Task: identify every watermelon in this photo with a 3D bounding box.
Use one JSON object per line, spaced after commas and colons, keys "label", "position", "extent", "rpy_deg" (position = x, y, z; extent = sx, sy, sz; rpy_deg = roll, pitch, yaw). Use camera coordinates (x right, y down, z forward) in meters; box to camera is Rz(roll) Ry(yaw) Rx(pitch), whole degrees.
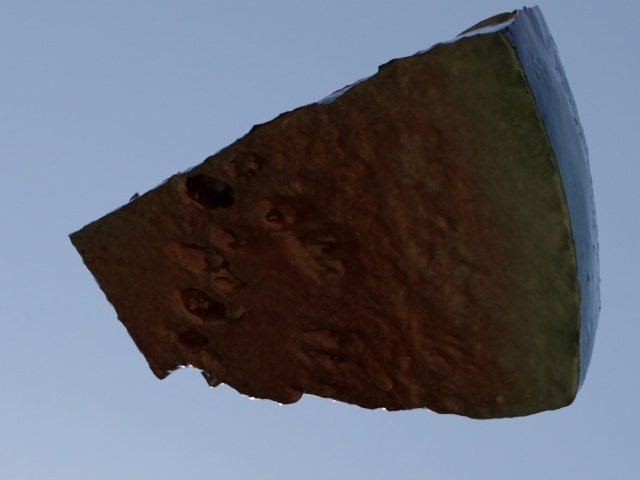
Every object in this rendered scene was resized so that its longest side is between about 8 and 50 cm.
{"label": "watermelon", "position": [0.000, 0.000, 0.779], "extent": [0.241, 0.094, 0.154], "rpy_deg": [-9, -80, 27]}
